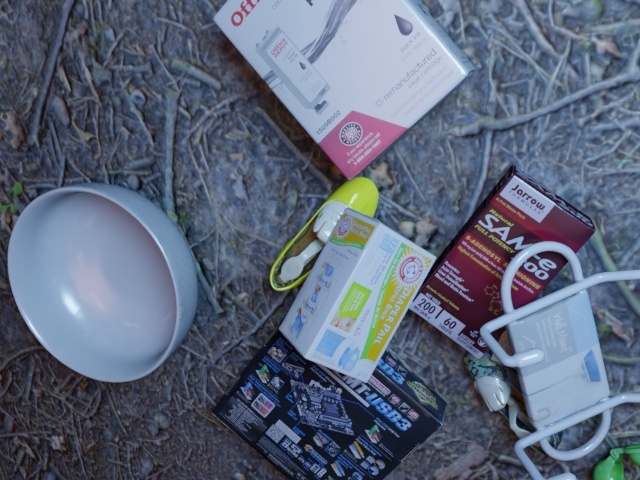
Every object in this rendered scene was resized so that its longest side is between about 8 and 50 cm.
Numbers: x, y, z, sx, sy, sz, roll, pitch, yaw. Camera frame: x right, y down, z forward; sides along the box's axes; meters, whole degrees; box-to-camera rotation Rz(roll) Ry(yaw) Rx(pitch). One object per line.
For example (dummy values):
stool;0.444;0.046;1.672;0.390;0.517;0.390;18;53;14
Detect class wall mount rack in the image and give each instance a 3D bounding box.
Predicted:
wall mount rack;0.373;0.156;0.703;0.304;0.130;0.350;-23;111;-3

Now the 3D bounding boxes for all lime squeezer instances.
lime squeezer;0.454;0.332;0.787;0.058;0.110;0.311;20;112;-27

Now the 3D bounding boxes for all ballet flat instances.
ballet flat;0.284;0.243;0.833;0.188;0.070;0.070;42;115;4
ballet flat;0.000;0.000;0.852;0.077;0.077;0.231;46;115;3

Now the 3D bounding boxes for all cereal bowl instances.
cereal bowl;-0.349;0.060;0.961;0.338;0.141;0.339;6;109;18

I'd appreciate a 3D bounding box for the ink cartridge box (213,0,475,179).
ink cartridge box;0.030;-0.255;0.738;0.207;0.117;0.283;-41;91;26

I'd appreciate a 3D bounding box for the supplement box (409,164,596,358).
supplement box;0.243;0.032;0.779;0.130;0.073;0.239;36;114;6

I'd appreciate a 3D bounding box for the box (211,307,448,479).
box;0.006;0.280;0.943;0.295;0.073;0.293;39;114;5

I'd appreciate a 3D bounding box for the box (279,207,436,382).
box;0.050;0.074;0.786;0.114;0.103;0.203;28;92;-28

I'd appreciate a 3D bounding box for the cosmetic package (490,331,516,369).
cosmetic package;0.312;0.162;0.813;0.115;0.041;0.060;22;111;12
